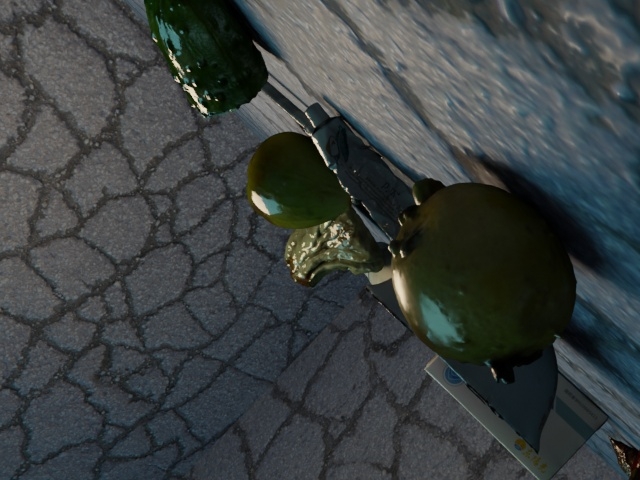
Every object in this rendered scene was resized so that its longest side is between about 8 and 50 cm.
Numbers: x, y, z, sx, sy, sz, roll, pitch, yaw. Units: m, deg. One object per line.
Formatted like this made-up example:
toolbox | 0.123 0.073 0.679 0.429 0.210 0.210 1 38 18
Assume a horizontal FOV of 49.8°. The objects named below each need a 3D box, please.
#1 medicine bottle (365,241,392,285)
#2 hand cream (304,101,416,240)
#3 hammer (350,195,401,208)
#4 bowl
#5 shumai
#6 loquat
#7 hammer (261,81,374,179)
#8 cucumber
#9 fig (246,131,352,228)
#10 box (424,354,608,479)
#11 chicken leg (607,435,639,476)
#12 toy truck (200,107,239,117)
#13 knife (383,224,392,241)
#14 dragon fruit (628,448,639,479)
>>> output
medicine bottle | 0.225 0.105 2.042 0.143 0.143 0.258 44 180 -33
hand cream | 0.064 -0.093 0.958 0.257 0.084 0.050 48 173 12
hammer | 0.102 -0.065 1.051 0.201 0.021 0.078 25 154 47
bowl | 0.240 0.133 1.019 0.345 0.157 0.345 44 180 0
shumai | 0.000 0.000 1.975 0.304 0.263 0.309 52 -177 -40
loquat | 0.136 0.025 0.614 0.204 0.149 0.172 59 -172 24
hammer | -0.025 -0.203 1.175 0.427 0.044 0.152 42 179 17
cucumber | -0.168 -0.289 0.936 0.134 0.134 0.244 44 171 30
fig | -0.050 -0.114 1.469 0.230 0.207 0.207 45 180 1
box | 0.419 0.330 1.497 0.343 0.200 0.065 44 178 16
chicken leg | 0.735 0.535 1.529 0.234 0.063 0.105 46 175 2
toy truck | -0.214 -0.315 1.281 0.067 0.081 0.175 -91 -19 -73
knife | 0.168 -0.019 1.568 0.132 0.038 0.398 46 -178 20
dragon fruit | 0.506 0.356 1.018 0.127 0.120 0.161 50 -173 24
